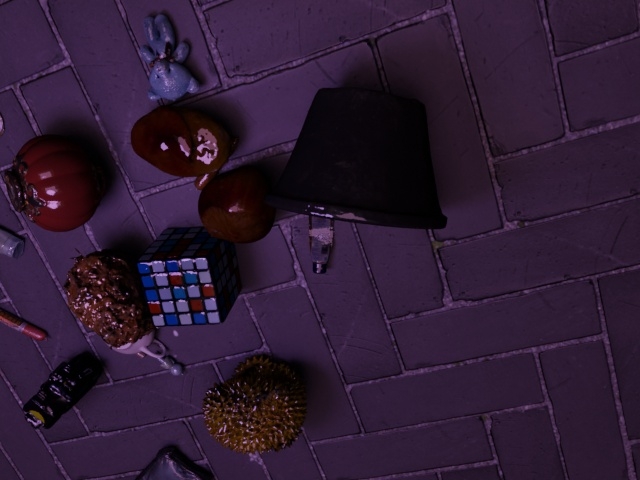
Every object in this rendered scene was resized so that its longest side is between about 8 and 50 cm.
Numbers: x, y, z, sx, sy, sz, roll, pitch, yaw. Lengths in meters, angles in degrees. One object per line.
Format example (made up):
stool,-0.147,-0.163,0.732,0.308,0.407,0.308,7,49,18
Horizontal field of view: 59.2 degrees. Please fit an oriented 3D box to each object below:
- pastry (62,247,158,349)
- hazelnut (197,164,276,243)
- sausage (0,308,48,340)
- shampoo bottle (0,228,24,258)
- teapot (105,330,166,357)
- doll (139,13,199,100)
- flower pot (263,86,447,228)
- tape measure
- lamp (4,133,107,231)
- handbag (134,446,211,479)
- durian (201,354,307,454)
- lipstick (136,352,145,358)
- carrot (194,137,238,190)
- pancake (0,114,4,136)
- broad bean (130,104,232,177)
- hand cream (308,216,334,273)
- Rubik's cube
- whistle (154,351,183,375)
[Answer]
pastry,-0.511,0.144,1.363,0.192,0.275,0.275,-26,107,0
hazelnut,-0.180,-0.082,1.263,0.177,0.178,0.204,26,156,-2
sausage,-0.880,0.221,1.585,0.253,0.034,0.034,28,114,-5
shampoo bottle,-0.886,-0.018,1.474,0.212,0.049,0.072,23,110,-2
teapot,-0.512,0.247,1.509,0.226,0.092,0.145,42,113,-13
doll,-0.337,-0.391,1.213,0.120,0.075,0.180,-9,112,9
flower pot,0.086,-0.166,1.135,0.379,0.379,0.251,10,98,5
tape measure,-0.706,0.404,1.555,0.199,0.186,0.112,-39,98,26
lamp,-0.604,-0.132,1.302,0.226,0.227,0.227,3,113,8
handbag,-0.479,0.774,1.740,0.191,0.075,0.332,37,117,-4
durian,-0.174,0.433,1.452,0.292,0.258,0.258,-2,113,15
lipstick,-0.530,0.297,1.569,0.094,0.019,0.019,35,114,-7
carrot,-0.242,-0.180,1.312,0.035,0.036,0.165,38,111,-8
pancake,-0.821,-0.287,1.369,0.114,0.011,0.115,3,113,8
broad bean,-0.310,-0.219,1.249,0.228,0.122,0.156,15,101,14
hand cream,0.000,0.000,1.352,0.062,0.039,0.163,5,108,9
Rubik's cube,-0.308,0.085,1.352,0.182,0.187,0.184,-2,115,9
whistle,-0.421,0.343,1.563,0.100,0.035,0.035,37,113,-6
